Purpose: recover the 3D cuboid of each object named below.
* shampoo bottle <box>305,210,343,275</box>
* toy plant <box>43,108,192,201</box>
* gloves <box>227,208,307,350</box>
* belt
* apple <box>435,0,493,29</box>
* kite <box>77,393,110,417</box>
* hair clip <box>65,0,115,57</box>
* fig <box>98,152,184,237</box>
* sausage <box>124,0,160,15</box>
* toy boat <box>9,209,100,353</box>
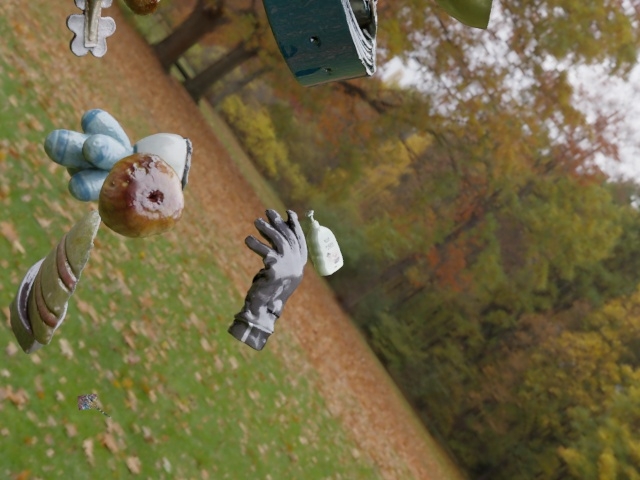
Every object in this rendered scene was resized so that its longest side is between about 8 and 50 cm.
[{"bbox_3d":[0.000,0.000,2.002,0.045,0.077,0.152,-4,-68,47],"label":"shampoo bottle"},{"bbox_3d":[-0.508,-0.193,2.144,0.332,0.247,0.247,16,18,-24],"label":"toy plant"},{"bbox_3d":[-0.095,0.074,1.677,0.142,0.119,0.286,61,38,-70],"label":"gloves"},{"bbox_3d":[0.001,-0.457,1.666,0.436,0.173,0.300,31,53,-69],"label":"belt"},{"bbox_3d":[0.319,-0.588,1.705,0.233,0.295,0.258,33,39,-18],"label":"apple"},{"bbox_3d":[-0.431,0.314,1.646,0.078,0.044,0.002,44,-39,37],"label":"kite"},{"bbox_3d":[-0.551,-0.567,2.130,0.075,0.257,0.146,34,35,24],"label":"hair clip"},{"bbox_3d":[-0.354,-0.073,1.649,0.159,0.159,0.257,55,-28,-12],"label":"fig"},{"bbox_3d":[-0.419,-0.592,1.785,0.302,0.076,0.103,60,-2,-5],"label":"sausage"},{"bbox_3d":[-0.569,0.098,1.863,0.111,0.293,0.276,24,49,-25],"label":"toy boat"}]
